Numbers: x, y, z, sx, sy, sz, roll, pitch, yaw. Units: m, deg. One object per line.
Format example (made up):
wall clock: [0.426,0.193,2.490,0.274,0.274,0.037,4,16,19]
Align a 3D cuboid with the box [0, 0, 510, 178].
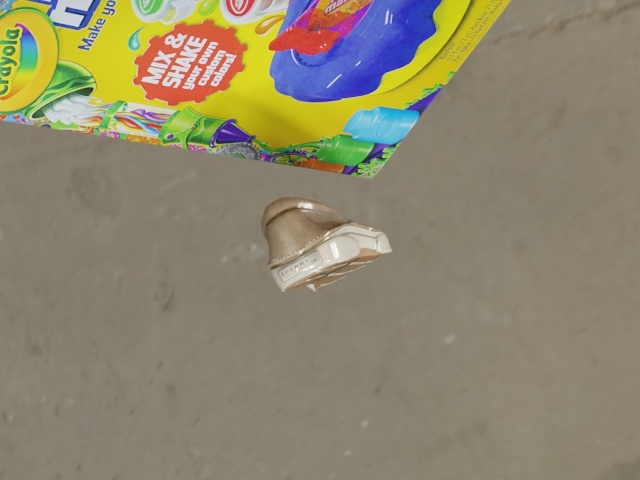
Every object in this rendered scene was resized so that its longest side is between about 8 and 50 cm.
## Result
box: [-0.036,-0.205,0.840,0.279,0.290,0.177,7,46,-34]

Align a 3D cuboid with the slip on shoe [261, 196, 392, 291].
slip on shoe: [0.000,0.000,0.855,0.051,0.135,0.041,-29,83,16]
